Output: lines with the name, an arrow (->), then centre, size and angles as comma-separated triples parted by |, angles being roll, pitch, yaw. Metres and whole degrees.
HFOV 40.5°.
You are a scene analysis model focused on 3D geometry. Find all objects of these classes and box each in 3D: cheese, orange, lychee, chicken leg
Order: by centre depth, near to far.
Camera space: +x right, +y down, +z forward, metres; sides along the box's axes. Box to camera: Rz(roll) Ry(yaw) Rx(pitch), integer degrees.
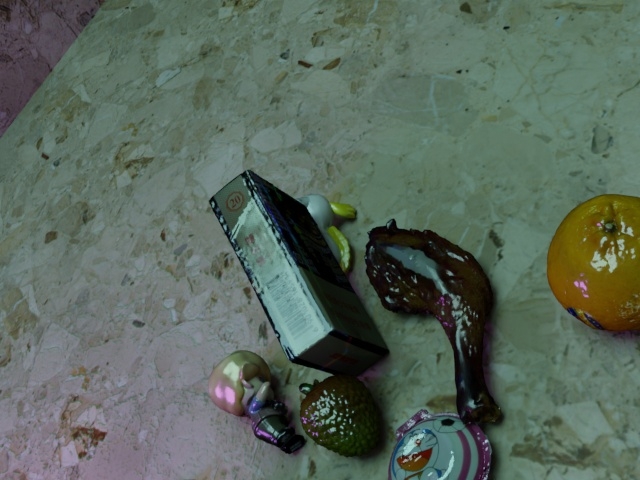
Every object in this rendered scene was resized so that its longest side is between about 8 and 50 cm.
orange -> 0.371, 0.027, 1.087 | 0.178, 0.155, 0.177 | -38, 31, 28
cheese -> 0.166, 0.317, 1.121 | 0.155, 0.062, 0.244 | -41, 42, 9
lychee -> 0.026, 0.251, 1.259 | 0.114, 0.114, 0.146 | -49, 54, 1
chicken leg -> 0.171, 0.089, 1.266 | 0.158, 0.096, 0.407 | -43, 42, 13

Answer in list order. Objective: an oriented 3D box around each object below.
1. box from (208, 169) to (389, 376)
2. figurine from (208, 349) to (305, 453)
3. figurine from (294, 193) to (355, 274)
box -> -0.033, 0.054, 1.330 | 0.084, 0.198, 0.310 | -37, 61, 14
figurine -> -0.099, 0.254, 1.380 | 0.108, 0.114, 0.196 | -52, 48, -3
figurine -> -0.008, 0.003, 1.503 | 0.130, 0.109, 0.178 | -4, 59, 14
